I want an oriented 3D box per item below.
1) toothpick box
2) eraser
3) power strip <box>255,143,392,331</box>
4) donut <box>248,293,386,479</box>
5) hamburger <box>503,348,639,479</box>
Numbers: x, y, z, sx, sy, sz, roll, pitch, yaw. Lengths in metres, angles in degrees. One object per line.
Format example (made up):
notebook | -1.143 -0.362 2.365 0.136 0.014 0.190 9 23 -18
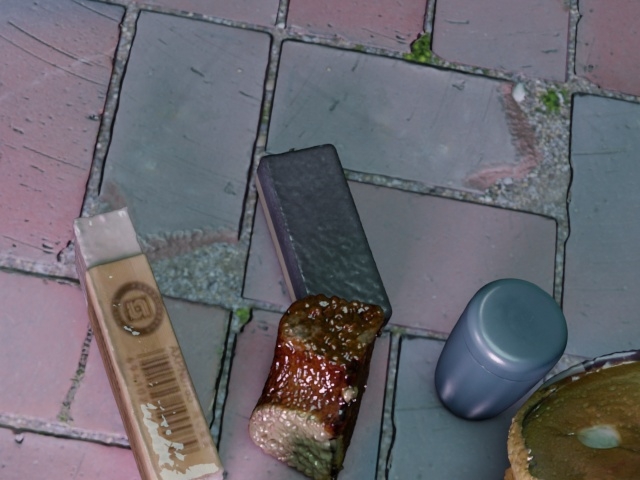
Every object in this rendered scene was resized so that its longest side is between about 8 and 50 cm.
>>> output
toothpick box | 0.203 0.134 1.766 0.120 0.184 0.120 7 60 -11
eraser | -0.200 0.142 1.714 0.078 0.144 0.343 -16 68 -15
power strip | 0.000 0.000 1.862 0.105 0.070 0.257 -11 68 -17
donut | -0.003 0.171 1.744 0.126 0.186 0.144 19 38 6
hamburger | 0.347 0.278 1.676 0.277 0.195 0.318 -21 43 -8
